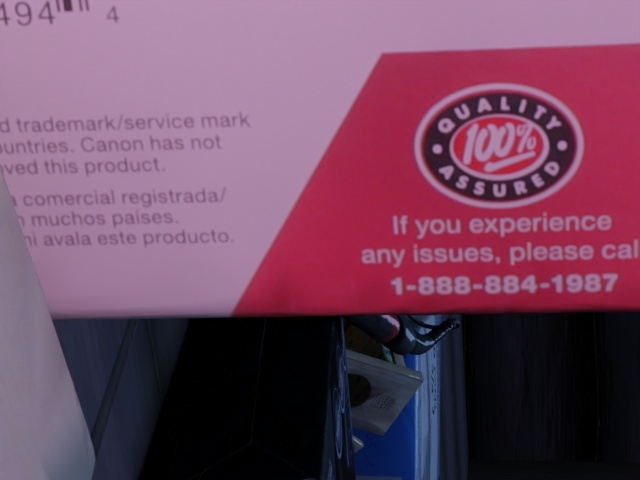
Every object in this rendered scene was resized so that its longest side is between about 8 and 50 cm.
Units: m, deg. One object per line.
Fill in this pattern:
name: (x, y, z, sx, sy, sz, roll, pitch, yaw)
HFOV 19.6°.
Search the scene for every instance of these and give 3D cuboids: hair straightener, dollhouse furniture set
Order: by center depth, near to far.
hair straightener: (0.000, 0.000, 1.112, 0.230, 0.047, 0.089, 29, 29, -34)
dollhouse furniture set: (-0.026, 0.078, 1.327, 0.161, 0.101, 0.182, -56, -151, 30)

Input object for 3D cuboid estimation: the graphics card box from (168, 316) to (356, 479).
graphics card box: (-0.023, 0.231, 1.161, 0.233, 0.094, 0.371, -83, 169, -61)

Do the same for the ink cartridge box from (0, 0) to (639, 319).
ink cartridge box: (-0.027, -0.181, 0.501, 0.160, 0.279, 0.385, -76, 164, -61)

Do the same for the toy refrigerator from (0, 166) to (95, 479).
toy refrigerator: (-0.130, 0.000, 0.414, 0.269, 0.102, 0.094, 80, 13, -48)

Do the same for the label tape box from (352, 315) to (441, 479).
label tape box: (0.055, 0.179, 1.689, 0.333, 0.105, 0.241, -27, 118, -81)
